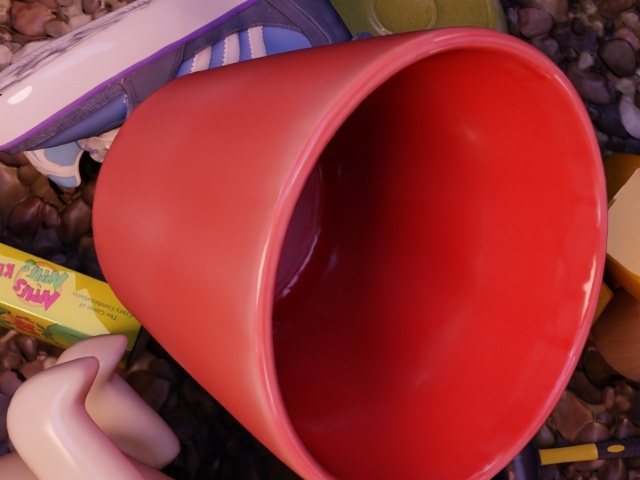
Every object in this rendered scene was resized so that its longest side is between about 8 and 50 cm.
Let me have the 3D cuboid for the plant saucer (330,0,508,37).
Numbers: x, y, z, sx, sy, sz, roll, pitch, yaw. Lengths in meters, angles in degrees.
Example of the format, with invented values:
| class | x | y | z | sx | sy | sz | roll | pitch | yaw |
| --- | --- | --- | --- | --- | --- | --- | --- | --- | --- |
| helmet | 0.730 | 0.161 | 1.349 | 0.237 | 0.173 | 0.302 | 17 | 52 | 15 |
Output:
| class | x | y | z | sx | sy | sz | roll | pitch | yaw |
| --- | --- | --- | --- | --- | --- | --- | --- | --- | --- |
| plant saucer | 0.073 | -0.211 | 0.937 | 0.240 | 0.037 | 0.241 | 4 | 72 | -13 |

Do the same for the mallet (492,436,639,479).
| class | x | y | z | sx | sy | sz | roll | pitch | yaw |
| --- | --- | --- | --- | --- | --- | --- | --- | --- | --- |
| mallet | 0.228 | 0.174 | 0.859 | 0.189 | 0.039 | 0.062 | -9 | 73 | -22 |

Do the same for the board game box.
| class | x | y | z | sx | sy | sz | roll | pitch | yaw |
| --- | --- | --- | --- | --- | --- | --- | --- | --- | --- |
| board game box | -0.224 | 0.042 | 0.751 | 0.181 | 0.092 | 0.043 | 21 | 70 | -7 |

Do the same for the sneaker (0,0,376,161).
| class | x | y | z | sx | sy | sz | roll | pitch | yaw |
| --- | --- | --- | --- | --- | --- | --- | --- | --- | --- |
| sneaker | -0.081 | -0.075 | 0.764 | 0.323 | 0.130 | 0.236 | -38 | 115 | -35 |

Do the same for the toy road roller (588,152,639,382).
| class | x | y | z | sx | sy | sz | roll | pitch | yaw |
| --- | --- | --- | --- | --- | --- | --- | --- | --- | --- |
| toy road roller | 0.170 | 0.043 | 0.802 | 0.329 | 0.202 | 0.241 | 37 | 80 | 5 |

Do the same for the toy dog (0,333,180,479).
| class | x | y | z | sx | sy | sz | roll | pitch | yaw |
| --- | --- | --- | --- | --- | --- | --- | --- | --- | --- |
| toy dog | -0.174 | 0.245 | 0.634 | 0.407 | 0.284 | 0.395 | 20 | 102 | -9 |

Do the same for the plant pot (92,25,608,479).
| class | x | y | z | sx | sy | sz | roll | pitch | yaw |
| --- | --- | --- | --- | --- | --- | --- | --- | --- | --- |
| plant pot | 0.000 | 0.000 | 0.618 | 0.275 | 0.243 | 0.275 | -12 | 108 | -39 |

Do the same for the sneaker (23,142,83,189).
| class | x | y | z | sx | sy | sz | roll | pitch | yaw |
| --- | --- | --- | --- | --- | --- | --- | --- | --- | --- |
| sneaker | -0.148 | -0.128 | 0.839 | 0.237 | 0.085 | 0.086 | -39 | 112 | -25 |
